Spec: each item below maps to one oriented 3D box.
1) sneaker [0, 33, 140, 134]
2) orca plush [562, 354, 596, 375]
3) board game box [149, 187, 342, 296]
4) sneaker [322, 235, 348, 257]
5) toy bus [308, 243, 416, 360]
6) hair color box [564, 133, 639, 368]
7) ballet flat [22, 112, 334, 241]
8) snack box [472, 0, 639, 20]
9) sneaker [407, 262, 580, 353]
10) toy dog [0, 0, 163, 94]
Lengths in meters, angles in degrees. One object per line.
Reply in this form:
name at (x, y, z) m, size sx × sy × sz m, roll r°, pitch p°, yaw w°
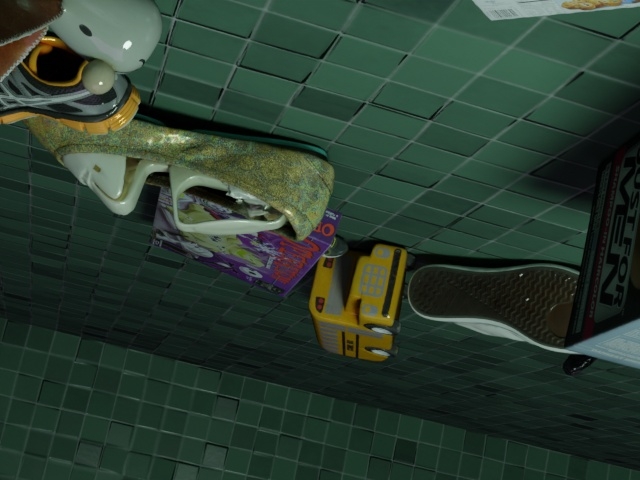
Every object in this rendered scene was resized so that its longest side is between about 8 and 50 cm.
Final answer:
sneaker at (-0.275, -0.157, 1.086) m, size 0.214 × 0.084 × 0.083 m, roll 5°, pitch 151°, yaw 14°
orca plush at (0.330, 0.128, 1.591) m, size 0.287 × 0.102 × 0.151 m, roll 5°, pitch 164°, yaw 25°
board game box at (-0.106, -0.014, 1.473) m, size 0.208 × 0.056 × 0.347 m, roll 18°, pitch 165°, yaw -6°
sneaker at (0.000, 0.000, 1.519) m, size 0.083 × 0.031 × 0.035 m, roll 17°, pitch 164°, yaw -19°
toy bus at (0.058, 0.089, 1.660) m, size 0.130 × 0.108 × 0.333 m, roll 12°, pitch 166°, yaw 6°
hair color box at (0.316, -0.015, 0.903) m, size 0.113 × 0.185 × 0.374 m, roll 15°, pitch 165°, yaw -5°
ballet flat at (-0.161, -0.071, 1.220) m, size 0.348 × 0.123 × 0.123 m, roll 12°, pitch 165°, yaw 0°
snack box at (0.177, -0.172, 0.753) m, size 0.178 × 0.022 × 0.064 m, roll 1°, pitch 161°, yaw 36°
sneaker at (0.267, 0.080, 1.506) m, size 0.290 × 0.106 × 0.123 m, roll 12°, pitch 178°, yaw 29°
toy dog at (-0.293, -0.171, 0.858) m, size 0.333 × 0.161 × 0.220 m, roll 13°, pitch 166°, yaw -2°
